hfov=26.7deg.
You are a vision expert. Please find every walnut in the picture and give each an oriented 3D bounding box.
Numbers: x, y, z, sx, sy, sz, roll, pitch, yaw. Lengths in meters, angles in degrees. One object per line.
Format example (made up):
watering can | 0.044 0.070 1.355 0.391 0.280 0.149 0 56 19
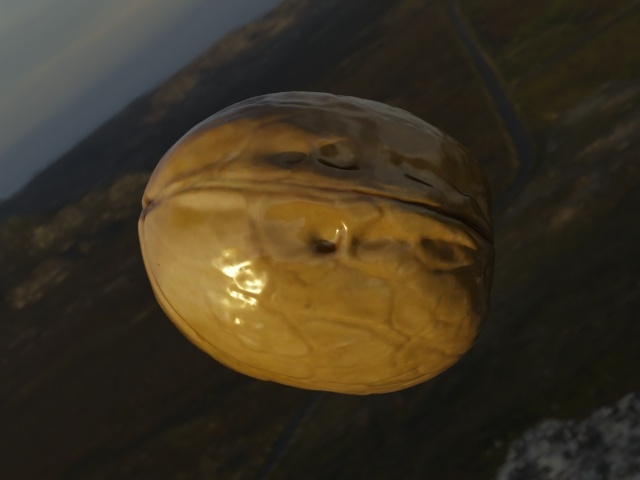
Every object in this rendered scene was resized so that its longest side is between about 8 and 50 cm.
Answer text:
walnut | 0.000 0.000 0.742 0.165 0.197 0.165 -163 90 -77
